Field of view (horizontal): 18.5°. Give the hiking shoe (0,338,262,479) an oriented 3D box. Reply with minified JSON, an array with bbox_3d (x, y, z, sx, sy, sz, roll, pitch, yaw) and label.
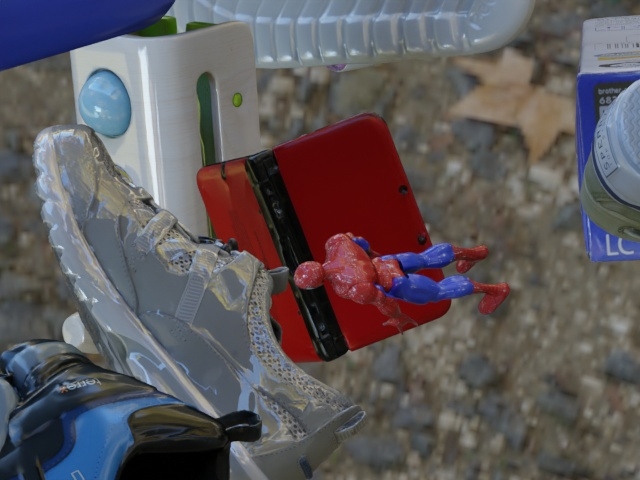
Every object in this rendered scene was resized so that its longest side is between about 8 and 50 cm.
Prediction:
[{"bbox_3d":[-0.149,0.171,0.906,0.132,0.113,0.304,12,53,23],"label":"hiking shoe"}]

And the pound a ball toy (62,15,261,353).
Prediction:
[{"bbox_3d":[-0.163,-0.029,1.667,0.208,0.319,0.135,13,23,42],"label":"pound a ball toy"}]

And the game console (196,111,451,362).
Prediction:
[{"bbox_3d":[0.000,0.000,1.300,0.085,0.124,0.144,-25,99,-31],"label":"game console"}]

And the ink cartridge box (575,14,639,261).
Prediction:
[{"bbox_3d":[0.331,-0.087,1.509,0.270,0.151,0.395,-4,11,9],"label":"ink cartridge box"}]

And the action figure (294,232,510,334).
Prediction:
[{"bbox_3d":[0.032,0.016,0.843,0.115,0.030,0.038,6,53,-46],"label":"action figure"}]

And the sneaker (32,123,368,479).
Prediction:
[{"bbox_3d":[-0.076,0.037,1.149,0.115,0.105,0.281,-29,66,-11],"label":"sneaker"}]

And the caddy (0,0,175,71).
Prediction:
[{"bbox_3d":[-0.205,-0.200,0.895,0.179,0.241,0.341,-18,30,-26],"label":"caddy"}]

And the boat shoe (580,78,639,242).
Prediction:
[{"bbox_3d":[0.291,-0.026,1.087,0.302,0.094,0.109,13,69,-5],"label":"boat shoe"}]

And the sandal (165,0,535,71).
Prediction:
[{"bbox_3d":[0.016,-0.237,1.913,0.416,0.102,0.169,12,91,25],"label":"sandal"}]
